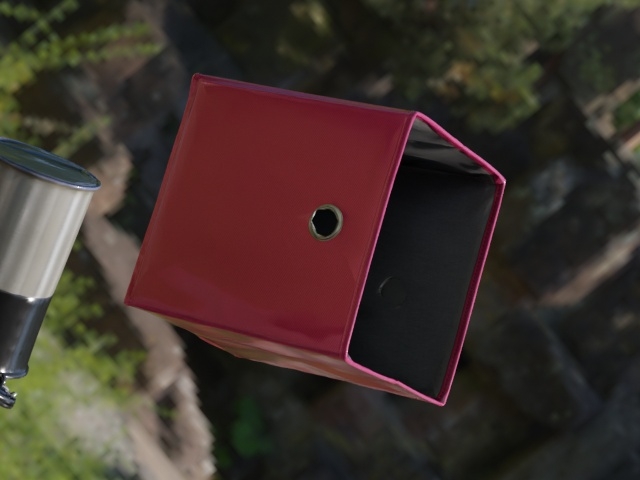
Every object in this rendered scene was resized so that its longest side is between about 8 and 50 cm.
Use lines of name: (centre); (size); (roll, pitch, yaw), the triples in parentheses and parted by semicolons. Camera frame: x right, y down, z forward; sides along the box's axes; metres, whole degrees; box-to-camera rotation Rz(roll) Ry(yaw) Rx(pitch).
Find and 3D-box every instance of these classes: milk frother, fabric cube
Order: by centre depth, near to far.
milk frother: (-0.194, 0.020, 1.188); (0.143, 0.135, 0.129); (31, 13, 40)
fabric cube: (0.000, 0.000, 1.979); (0.258, 0.254, 0.259); (13, -9, 28)
